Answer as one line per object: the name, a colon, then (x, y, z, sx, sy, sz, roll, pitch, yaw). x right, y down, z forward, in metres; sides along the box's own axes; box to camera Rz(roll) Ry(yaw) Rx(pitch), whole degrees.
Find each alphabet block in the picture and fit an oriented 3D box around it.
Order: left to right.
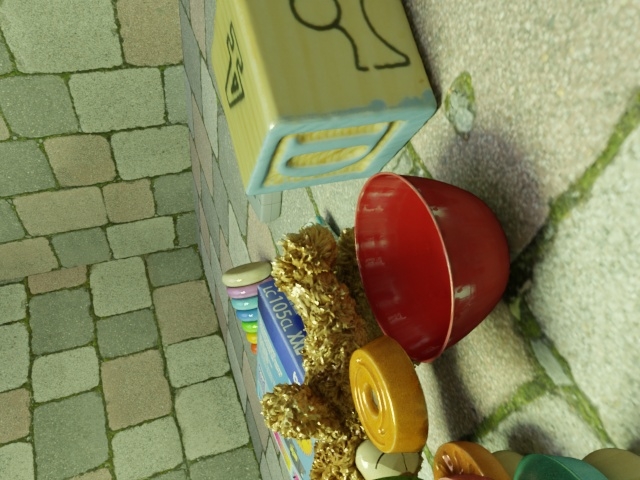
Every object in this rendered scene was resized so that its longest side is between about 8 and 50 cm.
alphabet block: (-0.010, -0.186, 0.588, 0.193, 0.192, 0.197, 137, 120, -66)

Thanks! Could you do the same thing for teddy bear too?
teddy bear: (0.042, 0.141, 0.567, 0.113, 0.245, 0.338, -13, 64, 36)

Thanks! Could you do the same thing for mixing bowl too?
mixing bowl: (0.114, 0.017, 0.486, 0.181, 0.098, 0.181, 169, 90, -71)

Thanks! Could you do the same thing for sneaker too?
sneaker: (0.000, 0.000, 0.859, 0.190, 0.071, 0.083, -169, 74, -70)

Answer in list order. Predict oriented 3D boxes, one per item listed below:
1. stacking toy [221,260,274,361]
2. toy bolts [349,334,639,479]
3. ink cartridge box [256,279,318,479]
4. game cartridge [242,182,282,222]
stacking toy: (-0.169, 0.232, 1.398, 0.141, 0.141, 0.330, -166, 61, -69)
toy bolts: (0.142, 0.175, 0.409, 0.228, 0.158, 0.218, 158, 101, -70)
ink cartridge box: (0.001, 0.235, 0.853, 0.270, 0.151, 0.396, 56, 150, 40)
game cartridge: (-0.142, -0.201, 1.171, 0.198, 0.062, 0.297, 50, 147, 47)
